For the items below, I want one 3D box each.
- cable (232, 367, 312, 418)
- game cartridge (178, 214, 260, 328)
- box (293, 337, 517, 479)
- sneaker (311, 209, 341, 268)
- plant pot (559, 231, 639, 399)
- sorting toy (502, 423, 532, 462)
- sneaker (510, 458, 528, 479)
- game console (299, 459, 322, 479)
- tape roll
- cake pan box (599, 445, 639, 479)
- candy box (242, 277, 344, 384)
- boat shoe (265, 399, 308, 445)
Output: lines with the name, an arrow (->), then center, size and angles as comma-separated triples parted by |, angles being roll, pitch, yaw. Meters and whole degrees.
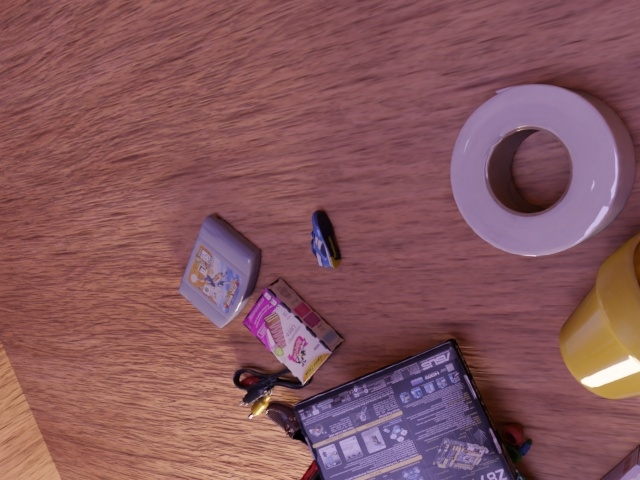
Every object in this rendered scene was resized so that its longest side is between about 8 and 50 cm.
cable -> -0.141, 0.395, 1.640 | 0.287, 0.072, 0.139 | -34, 75, 26
game cartridge -> -0.273, 0.098, 1.580 | 0.198, 0.062, 0.297 | 40, 127, 18
box -> 0.177, 0.435, 1.271 | 0.395, 0.097, 0.318 | -27, 78, 14
sneaker -> 0.000, 0.000, 1.355 | 0.059, 0.053, 0.144 | -4, 107, 37
plant pot -> 0.536, 0.146, 0.957 | 0.254, 0.254, 0.239 | 42, 141, 11
sorting toy -> 0.433, 0.443, 1.278 | 0.061, 0.042, 0.102 | 24, 135, 41
sneaker -> 0.410, 0.542, 1.280 | 0.275, 0.107, 0.110 | 24, 132, 22
game console -> 0.111, 0.684, 1.499 | 0.342, 0.060, 0.386 | 23, 137, 1
tape roll -> 0.369, -0.120, 0.985 | 0.286, 0.100, 0.286 | 10, 105, 42
cake pan box -> 0.670, 0.575, 1.159 | 0.246, 0.070, 0.267 | 36, 126, 18
candy box -> -0.074, 0.234, 1.496 | 0.233, 0.071, 0.159 | 42, 127, 10
boat shoe -> -0.061, 0.507, 1.581 | 0.207, 0.073, 0.073 | 22, 131, 10
